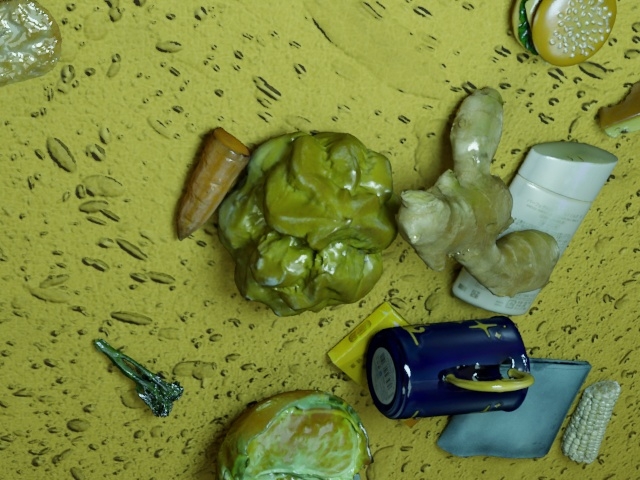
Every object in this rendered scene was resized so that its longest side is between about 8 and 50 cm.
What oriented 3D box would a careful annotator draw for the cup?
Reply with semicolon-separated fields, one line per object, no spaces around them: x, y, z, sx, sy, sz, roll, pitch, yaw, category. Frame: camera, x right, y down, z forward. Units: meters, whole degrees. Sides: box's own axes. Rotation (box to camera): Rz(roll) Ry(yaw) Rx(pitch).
0.240;0.217;1.779;0.256;0.178;0.255;-2;157;-23;cup

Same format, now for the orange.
-0.070;0.409;1.853;0.262;0.196;0.335;-8;130;-34;orange

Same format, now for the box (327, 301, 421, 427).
0.150;0.242;1.918;0.152;0.043;0.269;-41;127;6;box

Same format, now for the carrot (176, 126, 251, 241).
-0.181;-0.078;1.575;0.072;0.072;0.205;16;123;-29;carrot

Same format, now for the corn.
0.581;0.389;2.163;0.087;0.087;0.211;-1;118;-20;corn

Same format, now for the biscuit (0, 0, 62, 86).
-0.477;-0.257;1.357;0.247;0.029;0.118;-15;125;-11;biscuit

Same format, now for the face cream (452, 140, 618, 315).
0.384;-0.026;1.808;0.173;0.081;0.348;14;116;-25;face cream

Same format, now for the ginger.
0.244;-0.020;1.612;0.348;0.122;0.363;-40;123;-38;ginger

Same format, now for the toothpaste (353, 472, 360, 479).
-0.014;0.540;2.060;0.216;0.037;0.062;-19;125;-15;toothpaste

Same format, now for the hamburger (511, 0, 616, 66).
0.383;-0.352;1.571;0.162;0.115;0.162;-11;126;-15;hamburger

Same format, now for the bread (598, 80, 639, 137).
0.594;-0.247;1.724;0.226;0.088;0.049;-18;133;21;bread

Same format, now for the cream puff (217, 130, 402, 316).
0.000;0.002;1.576;0.291;0.257;0.324;24;111;-28;cream puff

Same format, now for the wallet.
0.411;0.348;2.085;0.290;0.054;0.251;7;120;-26;wallet

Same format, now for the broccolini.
-0.319;0.227;1.740;0.074;0.058;0.201;-44;112;-7;broccolini
